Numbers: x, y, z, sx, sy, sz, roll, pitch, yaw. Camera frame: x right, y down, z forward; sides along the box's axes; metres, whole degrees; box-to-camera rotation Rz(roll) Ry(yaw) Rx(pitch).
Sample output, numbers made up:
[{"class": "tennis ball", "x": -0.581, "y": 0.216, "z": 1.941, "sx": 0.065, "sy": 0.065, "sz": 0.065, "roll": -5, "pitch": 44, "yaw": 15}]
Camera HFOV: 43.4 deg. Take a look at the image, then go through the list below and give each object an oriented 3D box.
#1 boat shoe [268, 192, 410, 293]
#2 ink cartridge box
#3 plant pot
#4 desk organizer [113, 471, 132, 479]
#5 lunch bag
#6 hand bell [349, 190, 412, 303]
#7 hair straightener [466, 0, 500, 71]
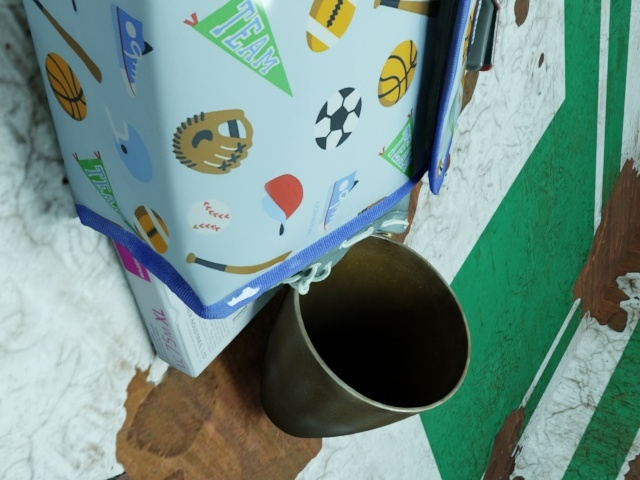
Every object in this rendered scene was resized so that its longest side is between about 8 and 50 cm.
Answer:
[{"class": "boat shoe", "x": 0.000, "y": 0.000, "z": 0.786, "sx": 0.319, "sy": 0.116, "sz": 0.099, "roll": -36, "pitch": 120, "yaw": -50}, {"class": "ink cartridge box", "x": -0.069, "y": -0.028, "z": 0.842, "sx": 0.311, "sy": 0.065, "sz": 0.186, "roll": -44, "pitch": 142, "yaw": -33}, {"class": "plant pot", "x": 0.021, "y": 0.139, "z": 0.942, "sx": 0.215, "sy": 0.215, "sz": 0.230, "roll": -38, "pitch": 172, "yaw": -42}, {"class": "desk organizer", "x": -0.224, "y": 0.281, "z": 0.795, "sx": 0.047, "sy": 0.050, "sz": 0.130, "roll": -40, "pitch": 172, "yaw": 15}, {"class": "lunch bag", "x": -0.004, "y": -0.178, "z": 0.626, "sx": 0.385, "sy": 0.239, "sz": 0.328, "roll": -32, "pitch": 141, "yaw": -33}, {"class": "hand bell", "x": 0.091, "y": -0.015, "z": 1.094, "sx": 0.126, "sy": 0.126, "sz": 0.242, "roll": 54, "pitch": 50, "yaw": -56}, {"class": "hair straightener", "x": 0.231, "y": -0.354, "z": 1.135, "sx": 0.089, "sy": 0.047, "sz": 0.230, "roll": -19, "pitch": 124, "yaw": -53}]
